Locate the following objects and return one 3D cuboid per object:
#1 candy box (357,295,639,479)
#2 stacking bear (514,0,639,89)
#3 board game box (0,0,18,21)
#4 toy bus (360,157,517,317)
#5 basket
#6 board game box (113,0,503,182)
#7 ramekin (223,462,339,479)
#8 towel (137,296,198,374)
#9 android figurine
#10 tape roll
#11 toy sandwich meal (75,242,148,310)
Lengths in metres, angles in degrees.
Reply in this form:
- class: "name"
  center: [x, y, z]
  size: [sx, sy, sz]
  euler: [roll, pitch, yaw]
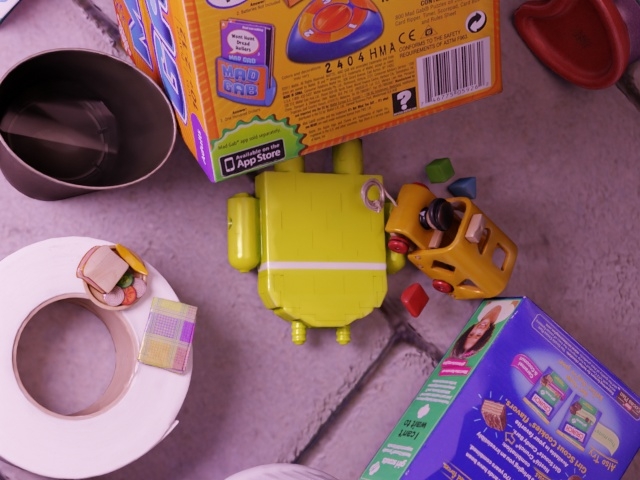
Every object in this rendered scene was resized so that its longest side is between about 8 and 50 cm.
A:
- class: "candy box"
  center: [0.251, 0.277, 1.883]
  size: [0.268, 0.122, 0.317]
  euler: [42, 71, -14]
- class: "stacking bear"
  center: [0.443, -0.354, 2.013]
  size: [0.289, 0.175, 0.164]
  euler: [-41, 98, -28]
- class: "board game box"
  center: [-0.380, -0.464, 1.735]
  size: [0.254, 0.079, 0.336]
  euler: [42, 72, -13]
- class: "toy bus"
  center: [0.171, -0.008, 1.863]
  size: [0.202, 0.104, 0.191]
  euler: [-18, 99, -45]
- class: "basket"
  center: [-0.297, -0.122, 1.651]
  size: [0.204, 0.227, 0.154]
  euler: [10, 81, -21]
- class: "board game box"
  center: [-0.038, -0.344, 1.596]
  size: [0.357, 0.356, 0.356]
  euler: [-18, 129, -14]
- class: "ramekin"
  center: [-0.024, 0.390, 1.576]
  size: [0.277, 0.135, 0.277]
  euler: [2, 85, -22]
- class: "towel"
  center: [-0.180, 0.112, 1.682]
  size: [0.060, 0.009, 0.083]
  euler: [16, 78, -18]
- class: "android figurine"
  center: [0.000, 0.000, 1.848]
  size: [0.248, 0.056, 0.272]
  euler: [-1, 84, -22]
- class: "tape roll"
  center: [-0.298, 0.140, 1.692]
  size: [0.286, 0.100, 0.286]
  euler: [3, 83, -22]
- class: "toy sandwich meal"
  center: [-0.239, 0.040, 1.655]
  size: [0.086, 0.029, 0.085]
  euler: [2, 84, -21]
